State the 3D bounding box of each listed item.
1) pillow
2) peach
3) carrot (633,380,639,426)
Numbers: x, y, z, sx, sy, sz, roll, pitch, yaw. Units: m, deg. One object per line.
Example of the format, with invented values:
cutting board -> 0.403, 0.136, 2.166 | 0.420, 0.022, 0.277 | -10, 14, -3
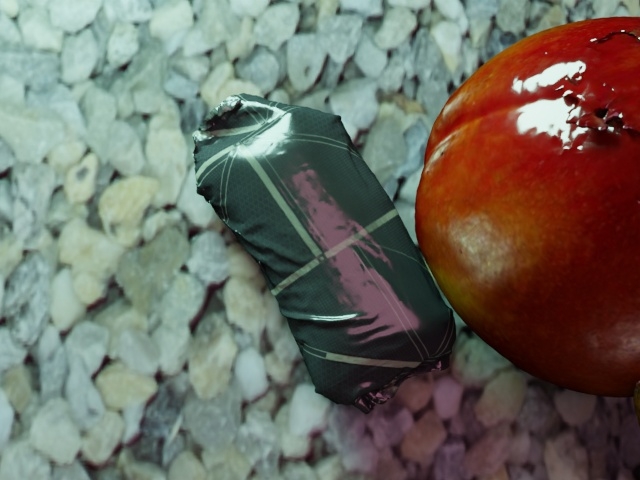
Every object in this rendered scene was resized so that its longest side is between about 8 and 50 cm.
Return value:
pillow -> 0.000, 0.000, 1.175 | 0.161, 0.092, 0.335 | -29, 81, -8
peach -> 0.259, -0.041, 1.078 | 0.370, 0.370, 0.370 | 1, 77, -6
carrot -> 0.332, 0.196, 1.077 | 0.271, 0.066, 0.062 | 38, 90, -31
